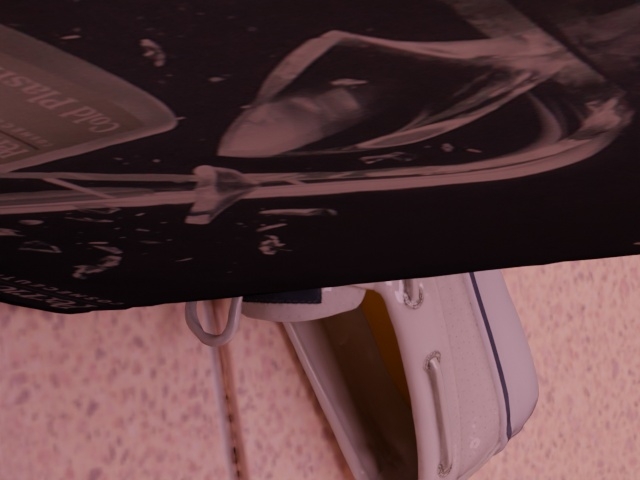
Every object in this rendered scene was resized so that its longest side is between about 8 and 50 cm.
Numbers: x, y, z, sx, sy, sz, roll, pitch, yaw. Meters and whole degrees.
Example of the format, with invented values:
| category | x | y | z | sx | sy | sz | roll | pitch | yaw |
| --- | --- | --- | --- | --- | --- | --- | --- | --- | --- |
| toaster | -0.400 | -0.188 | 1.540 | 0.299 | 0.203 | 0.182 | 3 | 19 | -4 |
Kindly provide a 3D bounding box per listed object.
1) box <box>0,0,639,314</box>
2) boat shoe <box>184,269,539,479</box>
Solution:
| category | x | y | z | sx | sy | sz | roll | pitch | yaw |
| --- | --- | --- | --- | --- | --- | --- | --- | --- | --- |
| box | -0.042 | -0.167 | 0.479 | 0.480 | 0.471 | 0.297 | 21 | 67 | -57 |
| boat shoe | -0.006 | 0.001 | 0.828 | 0.156 | 0.136 | 0.367 | -41 | 122 | -35 |
